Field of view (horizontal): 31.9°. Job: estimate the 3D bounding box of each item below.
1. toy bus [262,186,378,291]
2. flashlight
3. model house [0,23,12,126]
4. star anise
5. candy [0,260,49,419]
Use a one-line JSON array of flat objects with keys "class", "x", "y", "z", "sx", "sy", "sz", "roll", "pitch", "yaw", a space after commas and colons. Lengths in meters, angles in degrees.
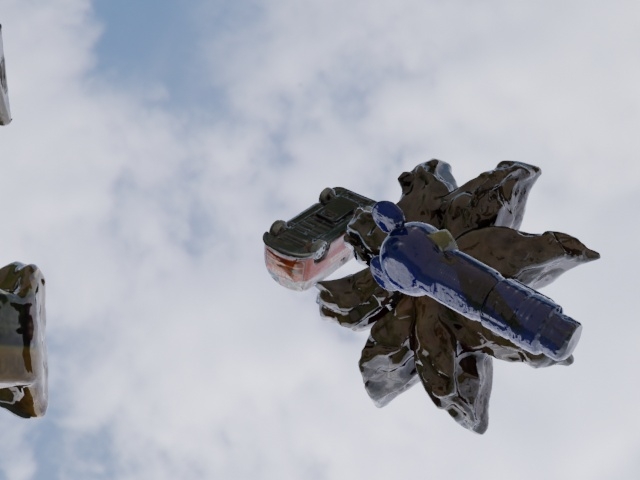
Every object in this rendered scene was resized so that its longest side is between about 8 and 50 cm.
[{"class": "toy bus", "x": 0.000, "y": 0.000, "z": 1.369, "sx": 0.079, "sy": 0.077, "sz": 0.174, "roll": 26, "pitch": -141, "yaw": 27}, {"class": "flashlight", "x": 0.075, "y": 0.021, "z": 0.553, "sx": 0.121, "sy": 0.057, "sz": 0.035, "roll": 28, "pitch": -135, "yaw": 31}, {"class": "model house", "x": -0.255, "y": -0.175, "z": 0.697, "sx": 0.181, "sy": 0.248, "sz": 0.176, "roll": -17, "pitch": -136, "yaw": 5}, {"class": "star anise", "x": 0.092, "y": 0.037, "z": 0.909, "sx": 0.236, "sy": 0.109, "sz": 0.223, "roll": -43, "pitch": -121, "yaw": 22}, {"class": "candy", "x": -0.315, "y": 0.065, "z": 0.801, "sx": 0.101, "sy": 0.271, "sz": 0.143, "roll": -5, "pitch": -97, "yaw": 43}]
